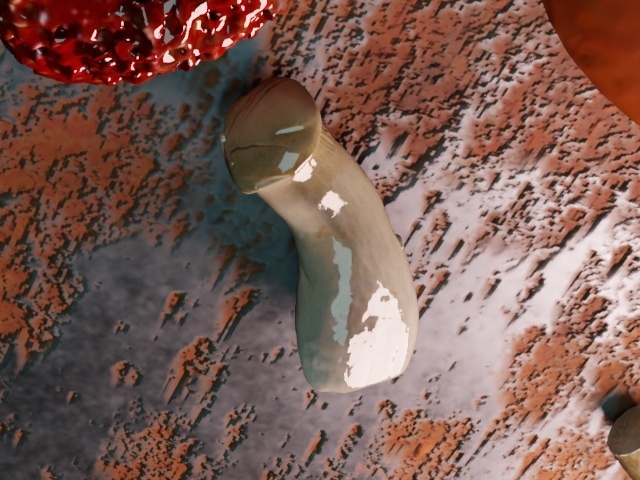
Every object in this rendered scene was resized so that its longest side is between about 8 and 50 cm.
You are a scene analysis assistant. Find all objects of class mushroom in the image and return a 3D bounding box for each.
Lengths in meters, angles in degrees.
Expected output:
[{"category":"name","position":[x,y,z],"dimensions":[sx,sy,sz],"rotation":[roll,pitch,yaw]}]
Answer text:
[{"category":"mushroom","position":[0.004,-0.003,0.881],"dimensions":[0.092,0.081,0.223],"rotation":[-24,124,-8]}]

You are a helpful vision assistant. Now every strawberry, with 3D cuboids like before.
[{"category":"strawberry","position":[-0.110,-0.153,0.708],"dimensions":[0.184,0.187,0.201],"rotation":[49,136,6]}]

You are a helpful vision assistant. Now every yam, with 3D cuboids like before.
[{"category":"yam","position":[0.266,0.177,1.039],"dimensions":[0.054,0.054,0.132],"rotation":[-31,122,21]}]

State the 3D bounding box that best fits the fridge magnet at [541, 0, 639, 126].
[{"category":"fridge magnet","position":[0.274,-0.195,0.671],"dimensions":[0.364,0.155,0.363],"rotation":[-1,120,-2]}]
